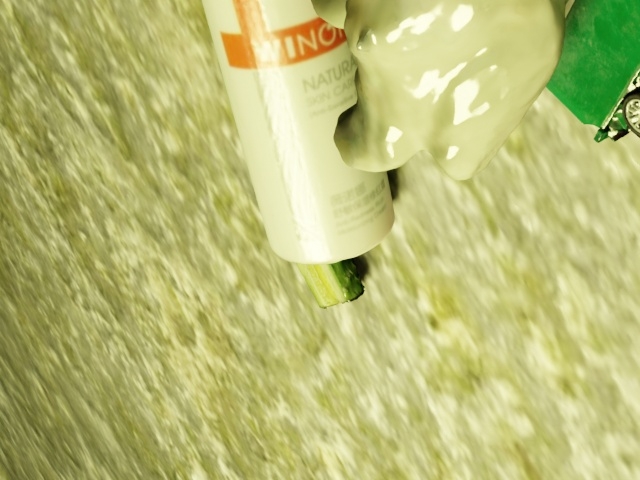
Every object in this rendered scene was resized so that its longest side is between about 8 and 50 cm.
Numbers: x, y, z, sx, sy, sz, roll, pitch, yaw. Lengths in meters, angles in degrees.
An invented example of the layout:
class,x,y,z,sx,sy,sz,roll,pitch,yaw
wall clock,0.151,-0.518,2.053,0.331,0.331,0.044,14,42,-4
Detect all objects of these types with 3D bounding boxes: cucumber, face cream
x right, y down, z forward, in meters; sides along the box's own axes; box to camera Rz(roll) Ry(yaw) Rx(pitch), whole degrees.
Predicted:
class,x,y,z,sx,sy,sz,roll,pitch,yaw
cucumber,0.000,0.000,1.047,0.107,0.035,0.067,64,160,0
face cream,-0.026,-0.151,0.881,0.102,0.102,0.345,22,136,45

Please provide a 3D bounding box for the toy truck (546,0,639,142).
class,x,y,z,sx,sy,sz,roll,pitch,yaw
toy truck,0.177,-0.114,0.657,0.079,0.065,0.147,50,151,19

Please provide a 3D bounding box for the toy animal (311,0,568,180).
class,x,y,z,sx,sy,sz,roll,pitch,yaw
toy animal,0.009,-0.180,0.657,0.266,0.188,0.308,30,114,20
